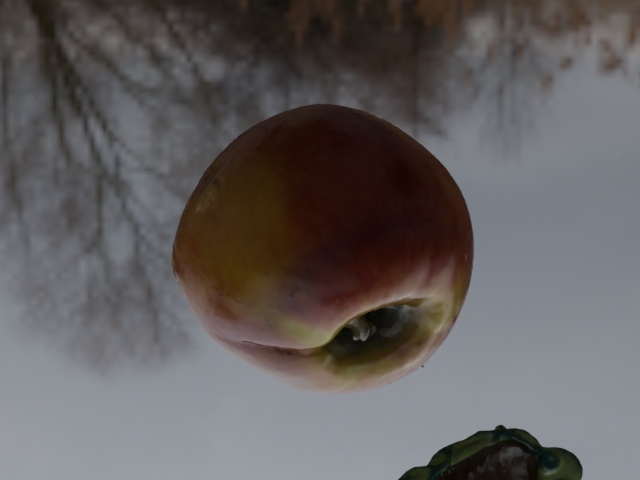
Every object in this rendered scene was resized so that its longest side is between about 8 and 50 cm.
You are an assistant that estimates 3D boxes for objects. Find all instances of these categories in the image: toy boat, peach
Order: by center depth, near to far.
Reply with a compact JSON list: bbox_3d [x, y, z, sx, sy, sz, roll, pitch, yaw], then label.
[{"bbox_3d":[0.071,0.213,1.371,0.293,0.108,0.099,-21,168,-49],"label":"toy boat"},{"bbox_3d":[0.000,0.000,1.722,0.281,0.238,0.281,0,-138,0],"label":"peach"}]
